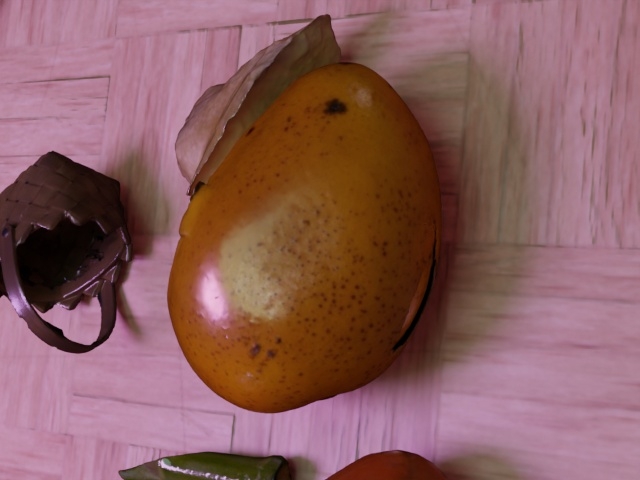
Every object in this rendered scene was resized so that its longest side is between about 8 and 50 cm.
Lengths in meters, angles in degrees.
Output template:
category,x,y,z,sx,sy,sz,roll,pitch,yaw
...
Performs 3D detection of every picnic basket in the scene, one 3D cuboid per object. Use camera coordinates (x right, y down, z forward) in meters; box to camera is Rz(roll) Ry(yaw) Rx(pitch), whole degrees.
category,x,y,z,sx,sy,sz,roll,pitch,yaw
picnic basket,-0.243,0.022,1.110,0.138,0.128,0.178,-37,47,25

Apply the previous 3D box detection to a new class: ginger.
category,x,y,z,sx,sy,sz,roll,pitch,yaw
ginger,-0.057,-0.118,1.038,0.193,0.115,0.123,-55,42,0

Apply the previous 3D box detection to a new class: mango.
category,x,y,z,sx,sy,sz,roll,pitch,yaw
mango,0.000,0.000,0.939,0.191,0.160,0.290,18,88,15

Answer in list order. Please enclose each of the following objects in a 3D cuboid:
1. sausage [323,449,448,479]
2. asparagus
category,x,y,z,sx,sy,sz,roll,pitch,yaw
sausage,0.002,0.262,0.915,0.258,0.133,0.133,-45,61,19
asparagus,-0.102,0.204,1.044,0.178,0.041,0.045,1,127,33
